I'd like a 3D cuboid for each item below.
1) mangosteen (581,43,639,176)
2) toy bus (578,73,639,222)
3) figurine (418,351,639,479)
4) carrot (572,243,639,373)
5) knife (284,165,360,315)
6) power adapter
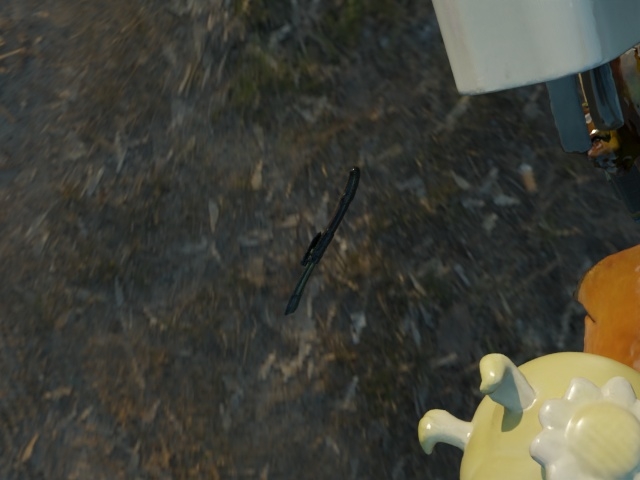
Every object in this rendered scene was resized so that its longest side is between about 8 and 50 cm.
[{"bbox_3d":[0.446,-0.173,1.363,0.421,0.381,0.381,-9,107,42],"label":"mangosteen"},{"bbox_3d":[0.402,-0.125,1.752,0.167,0.275,0.138,-17,70,16],"label":"toy bus"},{"bbox_3d":[0.229,0.159,0.766,0.394,0.274,0.226,30,141,-11],"label":"figurine"},{"bbox_3d":[0.251,0.150,1.014,0.196,0.196,0.254,19,59,-7],"label":"carrot"},{"bbox_3d":[0.003,-0.002,1.894,0.021,0.045,0.222,32,113,15],"label":"knife"},{"bbox_3d":[0.162,-0.189,1.059,0.124,0.187,0.255,-9,105,38],"label":"power adapter"}]
